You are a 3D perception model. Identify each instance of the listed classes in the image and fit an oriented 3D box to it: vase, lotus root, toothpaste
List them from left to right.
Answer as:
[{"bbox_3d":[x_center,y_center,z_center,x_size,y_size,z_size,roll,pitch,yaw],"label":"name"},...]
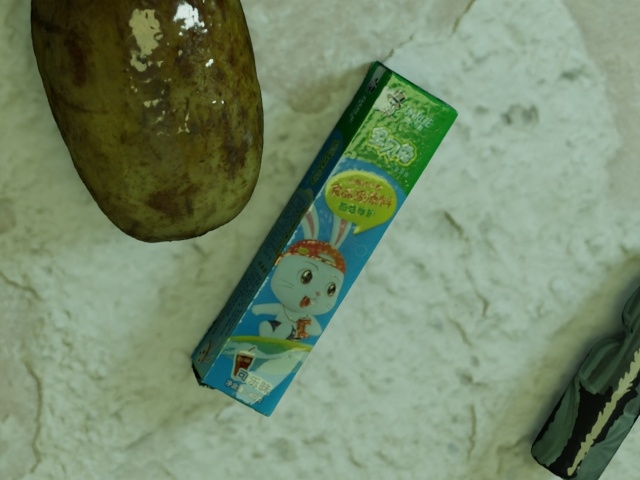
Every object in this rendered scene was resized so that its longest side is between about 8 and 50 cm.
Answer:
[{"bbox_3d":[-0.115,-0.121,1.236,0.145,0.128,0.260,-22,117,-22],"label":"lotus root"},{"bbox_3d":[0.000,0.000,1.344,0.065,0.050,0.266,30,97,-18],"label":"toothpaste"},{"bbox_3d":[0.240,0.092,1.428,0.060,0.060,0.211,27,100,-20],"label":"vase"}]
